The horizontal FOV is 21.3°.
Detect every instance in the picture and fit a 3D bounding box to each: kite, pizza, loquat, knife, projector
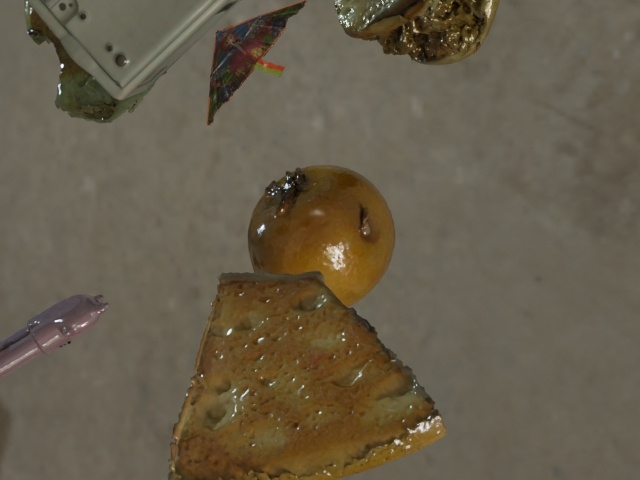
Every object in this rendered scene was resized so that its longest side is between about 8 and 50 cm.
[{"bbox_3d":[-0.084,-0.216,1.980,0.190,0.159,0.010,-50,60,4],"label":"kite"},{"bbox_3d":[-0.003,0.114,1.264,0.081,0.204,0.188,73,-162,-48],"label":"pizza"},{"bbox_3d":[0.000,0.000,1.513,0.141,0.141,0.141,9,101,53],"label":"loquat"},{"bbox_3d":[-0.398,0.158,1.766,0.038,0.398,0.132,63,171,-19],"label":"knife"},{"bbox_3d":[-0.135,-0.181,1.094,0.115,0.061,0.147,-40,90,23],"label":"projector"}]

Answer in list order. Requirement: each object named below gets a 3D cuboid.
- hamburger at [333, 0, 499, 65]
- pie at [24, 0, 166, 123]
[{"bbox_3d":[0.103,-0.242,1.541,0.185,0.131,0.159,-28,53,43],"label":"hamburger"},{"bbox_3d":[-0.265,-0.297,2.105,0.302,0.067,0.303,-1,88,42],"label":"pie"}]
